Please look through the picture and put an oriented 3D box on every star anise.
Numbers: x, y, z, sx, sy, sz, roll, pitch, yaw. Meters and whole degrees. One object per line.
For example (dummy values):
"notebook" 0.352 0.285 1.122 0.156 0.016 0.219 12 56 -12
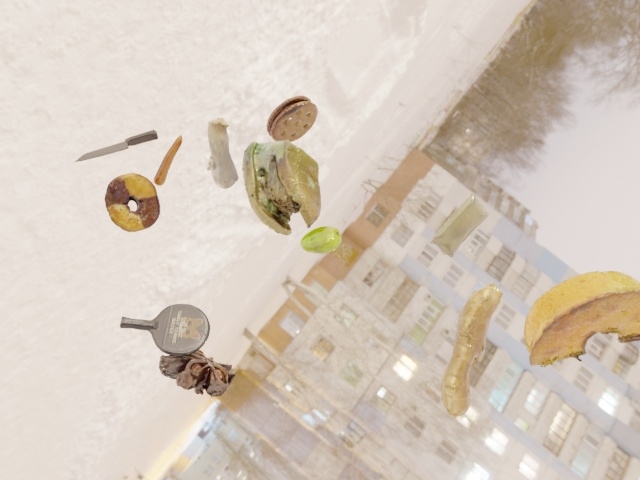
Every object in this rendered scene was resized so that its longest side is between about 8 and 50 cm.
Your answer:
"star anise" -0.343 0.370 1.261 0.220 0.214 0.099 180 -77 -85

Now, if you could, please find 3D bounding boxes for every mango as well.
"mango" 0.000 0.000 1.103 0.108 0.056 0.074 -9 -137 23

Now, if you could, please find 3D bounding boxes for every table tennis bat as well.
"table tennis bat" -0.423 0.238 1.245 0.027 0.236 0.150 117 -21 -55

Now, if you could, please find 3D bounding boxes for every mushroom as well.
"mushroom" -0.330 -0.282 1.521 0.278 0.099 0.096 93 13 -50

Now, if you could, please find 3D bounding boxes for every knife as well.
"knife" -0.563 -0.257 1.260 0.230 0.060 0.028 -22 128 -15

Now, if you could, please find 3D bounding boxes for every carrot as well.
"carrot" -0.506 -0.267 1.516 0.190 0.037 0.037 -59 175 13

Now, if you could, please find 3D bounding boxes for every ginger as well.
"ginger" 0.464 0.338 1.442 0.363 0.122 0.348 -49 142 -31

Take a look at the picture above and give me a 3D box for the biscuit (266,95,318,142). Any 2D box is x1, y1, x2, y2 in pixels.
"biscuit" -0.112 -0.475 1.796 0.220 0.066 0.220 -33 163 -12

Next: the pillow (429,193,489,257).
"pillow" 0.448 -0.043 1.461 0.208 0.119 0.053 -50 -142 1

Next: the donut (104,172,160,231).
"donut" -0.599 -0.122 1.462 0.166 0.184 0.073 -26 -168 -10

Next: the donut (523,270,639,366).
"donut" 0.488 0.124 0.808 0.258 0.152 0.101 -14 -141 9

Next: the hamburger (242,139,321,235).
"hamburger" -0.114 -0.168 1.241 0.167 0.192 0.288 -25 -130 26
